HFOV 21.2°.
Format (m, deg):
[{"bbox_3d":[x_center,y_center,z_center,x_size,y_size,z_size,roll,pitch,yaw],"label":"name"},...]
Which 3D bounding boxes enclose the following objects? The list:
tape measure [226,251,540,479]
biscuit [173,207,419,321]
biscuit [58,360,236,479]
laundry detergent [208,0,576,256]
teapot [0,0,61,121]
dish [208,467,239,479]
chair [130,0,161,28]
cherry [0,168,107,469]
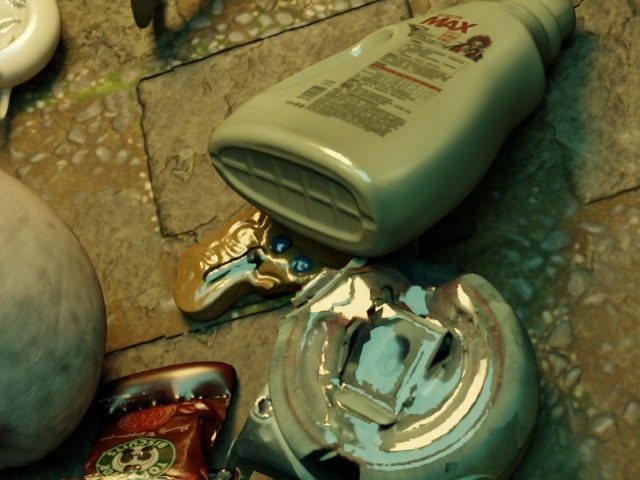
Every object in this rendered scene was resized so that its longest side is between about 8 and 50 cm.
[{"bbox_3d":[0.074,0.146,1.620,0.256,0.147,0.275,22,71,21],"label":"tape measure"},{"bbox_3d":[-0.006,-0.007,1.778,0.320,0.047,0.183,-19,58,4],"label":"biscuit"},{"bbox_3d":[-0.169,0.200,1.655,0.151,0.063,0.235,-9,24,11],"label":"biscuit"},{"bbox_3d":[0.103,-0.151,1.742,0.264,0.124,0.398,21,47,40],"label":"laundry detergent"},{"bbox_3d":[-0.364,-0.230,1.947,0.145,0.092,0.226,-10,62,11],"label":"teapot"},{"bbox_3d":[-0.202,0.290,1.621,0.243,0.182,0.080,-5,104,9],"label":"dish"},{"bbox_3d":[-0.137,-0.388,1.921,0.275,0.203,0.190,-31,72,-10],"label":"chair"},{"bbox_3d":[-0.360,0.070,1.667,0.326,0.335,0.291,46,59,11],"label":"cherry"}]
